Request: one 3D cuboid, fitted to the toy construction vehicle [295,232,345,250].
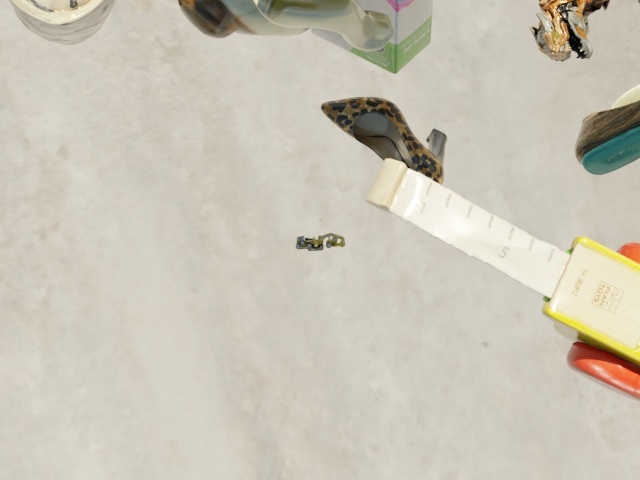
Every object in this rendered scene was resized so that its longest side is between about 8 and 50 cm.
[{"bbox_3d":[0.000,0.000,1.820,0.098,0.086,0.035,-3,85,1],"label":"toy construction vehicle"}]

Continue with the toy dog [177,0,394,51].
[{"bbox_3d":[-0.045,-0.382,1.109,0.395,0.408,0.285,18,72,-15],"label":"toy dog"}]

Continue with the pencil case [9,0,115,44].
[{"bbox_3d":[-0.370,-0.379,1.293,0.159,0.410,0.184,-21,103,-11],"label":"pencil case"}]

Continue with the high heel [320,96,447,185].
[{"bbox_3d":[0.113,-0.178,1.725,0.261,0.186,0.093,18,133,-2],"label":"high heel"}]

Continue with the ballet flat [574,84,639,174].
[{"bbox_3d":[0.557,-0.211,1.432,0.342,0.124,0.116,-22,138,34],"label":"ballet flat"}]

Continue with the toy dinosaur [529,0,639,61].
[{"bbox_3d":[0.359,-0.394,1.215,0.218,0.164,0.322,5,96,1],"label":"toy dinosaur"}]

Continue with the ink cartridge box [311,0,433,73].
[{"bbox_3d":[0.085,-0.486,1.562,0.207,0.119,0.354,32,149,26],"label":"ink cartridge box"}]

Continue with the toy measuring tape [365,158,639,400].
[{"bbox_3d":[0.184,0.034,0.706,0.330,0.121,0.121,27,106,-1],"label":"toy measuring tape"}]
